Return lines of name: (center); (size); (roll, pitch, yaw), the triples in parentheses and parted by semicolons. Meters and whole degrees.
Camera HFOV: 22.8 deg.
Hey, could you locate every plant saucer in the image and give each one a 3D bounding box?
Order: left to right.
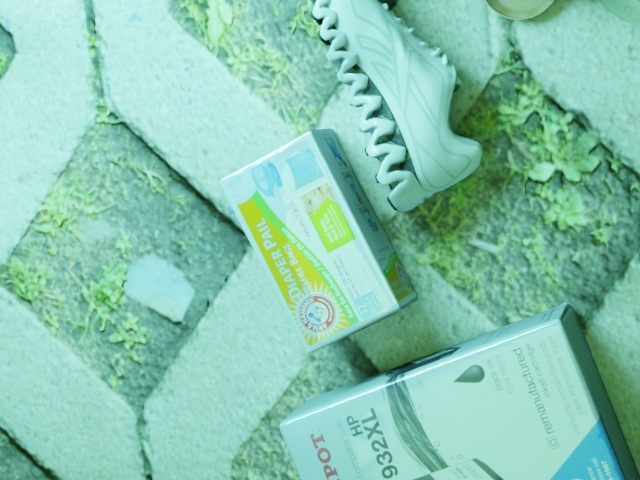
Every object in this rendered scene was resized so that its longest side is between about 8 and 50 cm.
plant saucer: (0.202, -0.265, 1.608); (0.083, 0.015, 0.083); (1, 94, 14)

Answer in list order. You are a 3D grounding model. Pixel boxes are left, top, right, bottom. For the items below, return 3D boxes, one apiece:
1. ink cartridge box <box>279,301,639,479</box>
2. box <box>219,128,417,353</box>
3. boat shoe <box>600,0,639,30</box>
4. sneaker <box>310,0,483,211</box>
ink cartridge box: (0.146, 0.224, 1.605); (0.307, 0.129, 0.223); (-22, 90, 15)
box: (0.000, 0.000, 1.635); (0.114, 0.103, 0.203); (-28, 88, 14)
boat shoe: (0.317, -0.240, 1.570); (0.133, 0.049, 0.042); (42, 67, 17)
sneaker: (0.071, -0.181, 1.610); (0.118, 0.110, 0.292); (-23, 97, 7)
